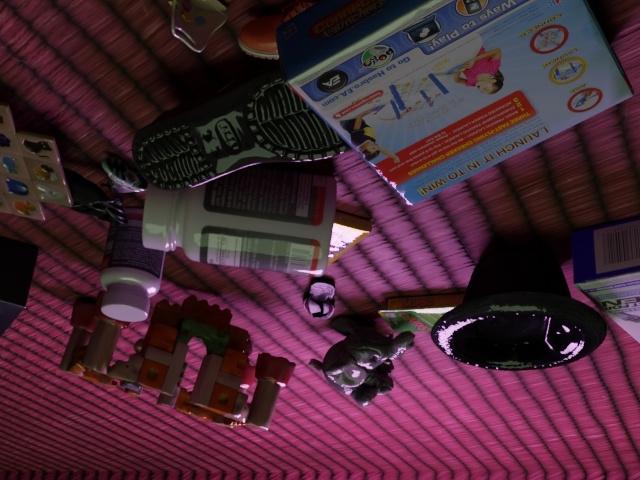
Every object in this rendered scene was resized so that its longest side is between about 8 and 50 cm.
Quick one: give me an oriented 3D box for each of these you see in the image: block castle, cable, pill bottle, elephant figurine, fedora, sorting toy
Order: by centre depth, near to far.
[{"bbox_3d":[-0.153,-0.264,1.166,0.045,0.075,0.083,-13,149,34],"label":"sorting toy"},{"bbox_3d":[-0.124,-0.039,1.539,0.283,0.161,0.161,8,155,-3],"label":"pill bottle"},{"bbox_3d":[-0.405,-0.078,1.643,0.184,0.047,0.150,19,168,6],"label":"cable"},{"bbox_3d":[-0.328,0.044,1.733,0.108,0.180,0.108,5,154,2],"label":"pill bottle"},{"bbox_3d":[0.352,0.115,1.772,0.334,0.152,0.334,5,154,2],"label":"fedora"},{"bbox_3d":[0.085,0.238,2.117,0.186,0.169,0.239,-28,151,-12],"label":"elephant figurine"},{"bbox_3d":[-0.307,0.243,2.132,0.453,0.212,0.303,24,162,-20],"label":"block castle"}]

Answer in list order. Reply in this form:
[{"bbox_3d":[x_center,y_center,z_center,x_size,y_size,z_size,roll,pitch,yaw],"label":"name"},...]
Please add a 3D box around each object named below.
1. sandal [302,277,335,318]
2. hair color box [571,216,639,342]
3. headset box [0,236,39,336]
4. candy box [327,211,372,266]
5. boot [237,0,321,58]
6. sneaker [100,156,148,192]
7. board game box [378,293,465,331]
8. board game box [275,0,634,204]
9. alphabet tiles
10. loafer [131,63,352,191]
[{"bbox_3d":[-0.003,0.128,2.006,0.067,0.040,0.179,6,155,0],"label":"sandal"},{"bbox_3d":[0.584,0.077,1.699,0.185,0.110,0.339,-14,150,34],"label":"hair color box"},{"bbox_3d":[-0.713,0.078,1.945,0.246,0.131,0.283,18,152,-23],"label":"headset box"},{"bbox_3d":[0.000,0.000,1.751,0.105,0.027,0.206,12,155,-21],"label":"candy box"},{"bbox_3d":[-0.028,-0.265,1.169,0.158,0.059,0.084,-8,149,10],"label":"boot"},{"bbox_3d":[-0.333,-0.100,1.596,0.069,0.038,0.098,-12,149,31],"label":"sneaker"},{"bbox_3d":[0.256,0.147,1.999,0.259,0.039,0.124,-7,151,20],"label":"board game box"},{"bbox_3d":[0.159,-0.201,1.121,0.308,0.086,0.302,-26,144,19],"label":"board game box"},{"bbox_3d":[-0.556,-0.136,1.523,0.343,0.011,0.285,12,147,5],"label":"alphabet tiles"},{"bbox_3d":[-0.075,-0.176,1.320,0.366,0.130,0.133,-11,118,14],"label":"loafer"}]
